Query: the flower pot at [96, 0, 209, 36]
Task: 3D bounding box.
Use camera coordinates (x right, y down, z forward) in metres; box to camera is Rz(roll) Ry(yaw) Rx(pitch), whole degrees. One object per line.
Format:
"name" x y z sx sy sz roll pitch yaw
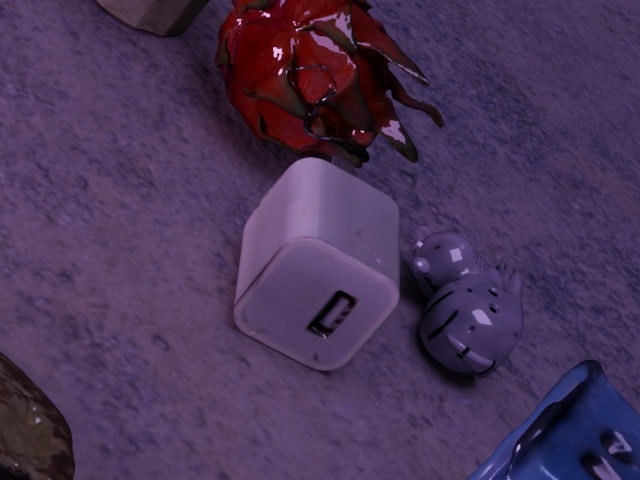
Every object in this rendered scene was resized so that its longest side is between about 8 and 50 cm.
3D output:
"flower pot" -0.155 -0.345 1.766 0.212 0.202 0.212 26 35 -20

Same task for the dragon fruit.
"dragon fruit" -0.002 -0.175 1.724 0.193 0.192 0.274 -28 77 -34

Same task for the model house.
"model house" 0.221 0.287 1.296 0.303 0.237 0.215 46 31 12

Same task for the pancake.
"pancake" -0.271 0.113 1.173 0.235 0.029 0.212 20 23 -47

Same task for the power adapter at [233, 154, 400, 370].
"power adapter" 0.000 0.000 1.546 0.125 0.130 0.205 28 34 -17

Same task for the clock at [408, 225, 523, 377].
"clock" 0.138 0.059 1.663 0.117 0.080 0.176 31 31 -14
